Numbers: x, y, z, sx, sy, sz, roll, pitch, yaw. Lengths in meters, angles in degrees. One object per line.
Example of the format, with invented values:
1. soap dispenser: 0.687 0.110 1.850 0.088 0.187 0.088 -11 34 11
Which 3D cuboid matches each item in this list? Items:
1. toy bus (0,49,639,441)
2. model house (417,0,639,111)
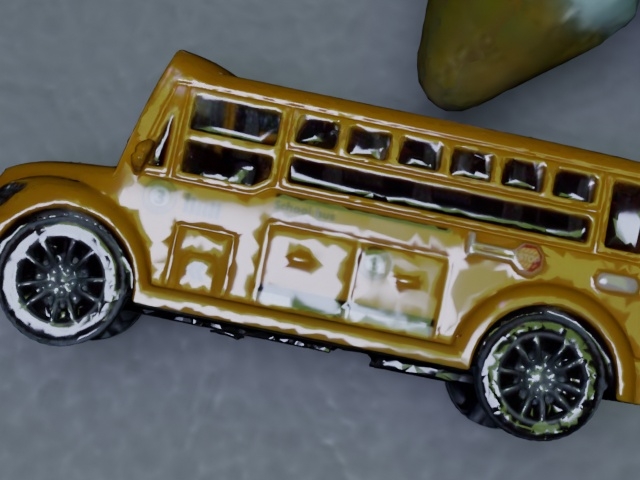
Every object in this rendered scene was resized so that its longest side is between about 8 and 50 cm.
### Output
1. toy bus: 0.000 0.000 0.419 0.194 0.083 0.088 12 86 -2
2. model house: 0.121 -0.154 0.436 0.253 0.184 0.291 42 89 2
